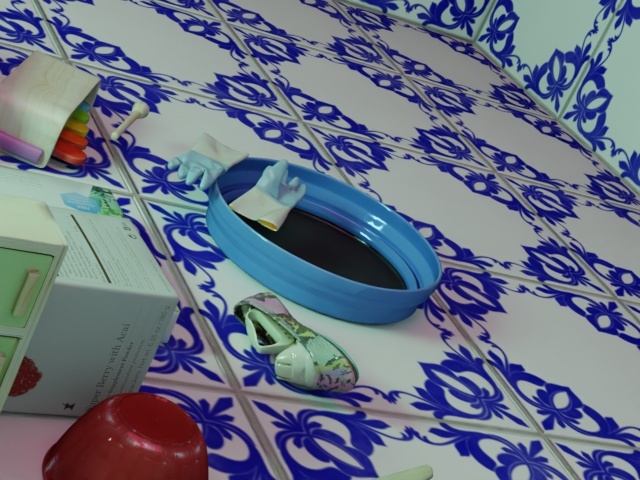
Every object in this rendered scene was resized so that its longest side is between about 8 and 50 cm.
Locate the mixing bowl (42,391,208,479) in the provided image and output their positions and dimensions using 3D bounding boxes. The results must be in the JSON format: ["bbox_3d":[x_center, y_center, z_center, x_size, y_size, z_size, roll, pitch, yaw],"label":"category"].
[{"bbox_3d":[-0.187,0.223,1.454,0.181,0.098,0.181,22,23,-10],"label":"mixing bowl"}]

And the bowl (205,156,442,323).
[{"bbox_3d":[0.000,0.000,2.188,0.391,0.077,0.391,22,22,-9],"label":"bowl"}]

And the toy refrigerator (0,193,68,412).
[{"bbox_3d":[-0.344,0.090,1.352,0.102,0.269,0.094,11,26,-34],"label":"toy refrigerator"}]

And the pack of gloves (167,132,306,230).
[{"bbox_3d":[-0.118,-0.109,2.143,0.195,0.046,0.232,28,22,2],"label":"pack of gloves"}]

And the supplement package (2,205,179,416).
[{"bbox_3d":[-0.339,0.070,1.525,0.293,0.177,0.175,9,28,-35],"label":"supplement package"}]

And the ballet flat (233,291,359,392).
[{"bbox_3d":[-0.043,0.141,1.847,0.079,0.076,0.221,-16,38,-33],"label":"ballet flat"}]

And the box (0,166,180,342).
[{"bbox_3d":[-0.341,0.010,1.820,0.232,0.058,0.322,10,27,-33],"label":"box"}]

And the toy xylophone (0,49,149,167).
[{"bbox_3d":[-0.409,-0.203,2.194,0.236,0.081,0.322,27,22,3],"label":"toy xylophone"}]

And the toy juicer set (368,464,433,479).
[{"bbox_3d":[0.044,0.360,1.438,0.209,0.089,0.329,1,30,-10],"label":"toy juicer set"}]
